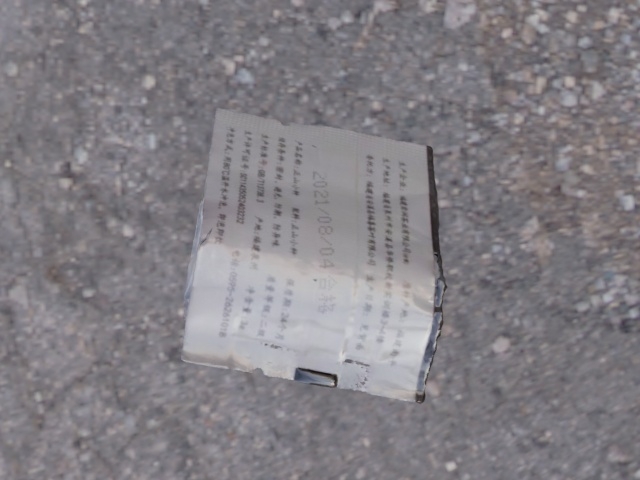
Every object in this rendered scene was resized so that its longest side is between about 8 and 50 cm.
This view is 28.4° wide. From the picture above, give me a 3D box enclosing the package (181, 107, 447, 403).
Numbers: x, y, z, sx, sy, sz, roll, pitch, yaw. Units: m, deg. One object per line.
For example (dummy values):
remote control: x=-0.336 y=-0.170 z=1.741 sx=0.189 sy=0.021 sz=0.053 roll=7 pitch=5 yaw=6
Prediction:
package: x=0.000 y=0.000 z=1.028 sx=0.062 sy=0.204 sz=0.251 roll=120 pitch=158 yaw=-56
